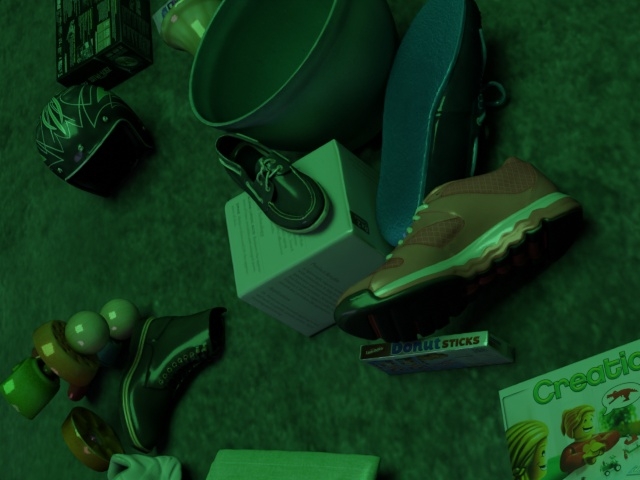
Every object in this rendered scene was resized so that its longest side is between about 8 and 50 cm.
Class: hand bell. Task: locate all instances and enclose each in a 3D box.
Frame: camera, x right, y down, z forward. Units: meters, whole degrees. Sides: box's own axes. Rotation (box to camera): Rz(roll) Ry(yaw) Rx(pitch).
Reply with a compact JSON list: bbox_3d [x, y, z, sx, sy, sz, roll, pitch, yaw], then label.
[{"bbox_3d":[-0.131,-0.246,2.085,0.126,0.126,0.242,-40,61,16],"label":"hand bell"}]

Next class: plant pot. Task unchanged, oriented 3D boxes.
[{"bbox_3d":[-0.007,-0.236,1.872,0.293,0.196,0.293,-32,42,34],"label":"plant pot"}]

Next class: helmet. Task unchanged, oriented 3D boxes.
[{"bbox_3d":[-0.357,-0.160,2.161,0.169,0.161,0.169,-19,57,32],"label":"helmet"}]

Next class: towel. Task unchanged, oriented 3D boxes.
[{"bbox_3d":[-0.068,0.404,1.654,0.248,0.038,0.325,-3,60,34],"label":"towel"}]

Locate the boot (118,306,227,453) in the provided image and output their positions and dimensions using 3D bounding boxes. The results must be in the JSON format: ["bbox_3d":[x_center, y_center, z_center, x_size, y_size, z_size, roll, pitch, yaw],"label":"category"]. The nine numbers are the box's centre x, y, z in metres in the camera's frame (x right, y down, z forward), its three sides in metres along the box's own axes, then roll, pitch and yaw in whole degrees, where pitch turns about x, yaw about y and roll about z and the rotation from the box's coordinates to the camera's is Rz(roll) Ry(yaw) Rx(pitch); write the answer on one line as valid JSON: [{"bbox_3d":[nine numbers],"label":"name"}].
[{"bbox_3d":[-0.197,0.183,1.916,0.137,0.077,0.198,-15,60,28],"label":"boot"}]

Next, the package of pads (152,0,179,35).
[{"bbox_3d":[-0.229,-0.364,2.255,0.083,0.032,0.050,-40,51,17],"label":"package of pads"}]

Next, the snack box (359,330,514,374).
[{"bbox_3d":[0.137,0.134,1.668,0.178,0.064,0.022,-10,64,36],"label":"snack box"}]

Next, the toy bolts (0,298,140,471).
[{"bbox_3d":[-0.307,0.179,1.959,0.158,0.218,0.228,-41,13,11],"label":"toy bolts"}]

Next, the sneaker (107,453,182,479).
[{"bbox_3d":[-0.235,0.355,1.783,0.232,0.115,0.090,-110,39,-61],"label":"sneaker"}]

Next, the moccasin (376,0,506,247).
[{"bbox_3d":[0.149,-0.143,1.776,0.138,0.117,0.342,-1,72,52],"label":"moccasin"}]

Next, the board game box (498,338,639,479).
[{"bbox_3d":[0.341,0.203,1.472,0.305,0.053,0.193,-25,54,28],"label":"board game box"}]

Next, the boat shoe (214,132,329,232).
[{"bbox_3d":[-0.066,-0.074,1.734,0.075,0.065,0.206,-52,44,3],"label":"boat shoe"}]

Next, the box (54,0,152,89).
[{"bbox_3d":[-0.359,-0.346,2.319,0.147,0.077,0.180,-27,53,27],"label":"box"}]

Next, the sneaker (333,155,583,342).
[{"bbox_3d":[0.143,0.008,1.640,0.314,0.116,0.136,-27,58,-9],"label":"sneaker"}]

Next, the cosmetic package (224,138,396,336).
[{"bbox_3d":[0.000,0.000,1.791,0.184,0.151,0.151,-29,51,24],"label":"cosmetic package"}]
